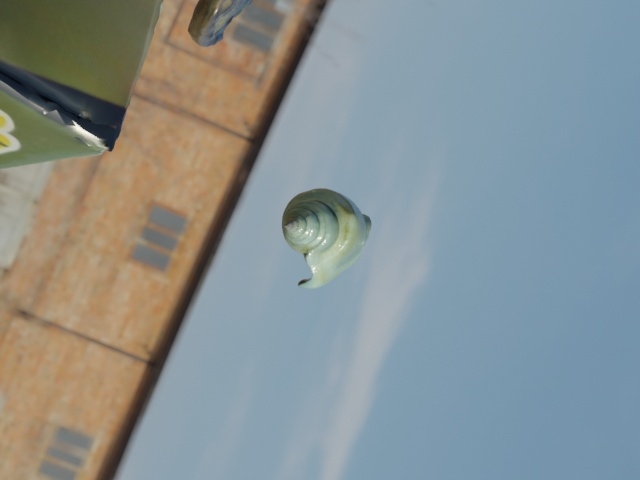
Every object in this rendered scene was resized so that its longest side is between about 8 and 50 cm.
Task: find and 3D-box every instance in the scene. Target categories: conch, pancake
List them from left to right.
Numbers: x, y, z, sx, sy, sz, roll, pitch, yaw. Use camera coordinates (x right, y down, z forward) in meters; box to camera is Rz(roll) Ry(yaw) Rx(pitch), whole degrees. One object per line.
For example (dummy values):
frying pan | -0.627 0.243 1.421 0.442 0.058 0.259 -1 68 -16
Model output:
pancake | -0.020 -0.295 1.327 0.288 0.033 0.286 -50 -176 24
conch | 0.006 -0.003 1.332 0.180 0.065 0.088 6 77 -65

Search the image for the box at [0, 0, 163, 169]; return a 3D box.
box | -0.354 -0.163 0.805 0.420 0.373 0.138 -4 -117 42
